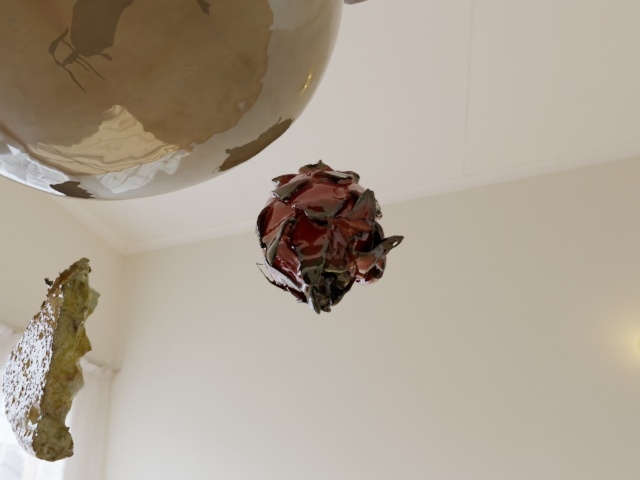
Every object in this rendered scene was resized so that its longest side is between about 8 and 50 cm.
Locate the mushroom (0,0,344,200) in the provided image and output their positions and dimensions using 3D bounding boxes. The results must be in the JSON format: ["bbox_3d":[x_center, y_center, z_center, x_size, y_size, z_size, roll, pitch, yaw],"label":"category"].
[{"bbox_3d":[-0.162,-0.209,0.388,0.363,0.294,0.362,-26,-25,-14],"label":"mushroom"}]

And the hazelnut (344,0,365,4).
[{"bbox_3d":[0.081,-0.561,0.883,0.208,0.208,0.208,-4,-30,-2],"label":"hazelnut"}]

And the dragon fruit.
[{"bbox_3d":[0.000,0.000,0.685,0.192,0.274,0.193,11,-39,-16],"label":"dragon fruit"}]

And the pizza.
[{"bbox_3d":[-0.396,0.168,0.719,0.075,0.287,0.280,21,5,-44],"label":"pizza"}]
